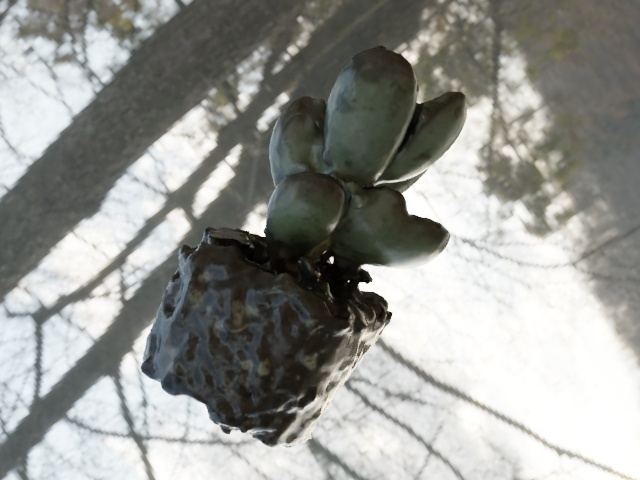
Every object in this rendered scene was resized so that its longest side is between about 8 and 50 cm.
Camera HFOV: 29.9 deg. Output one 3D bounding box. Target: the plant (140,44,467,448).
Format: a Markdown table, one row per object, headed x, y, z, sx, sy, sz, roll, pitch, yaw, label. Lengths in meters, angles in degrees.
| x | y | z | sx | sy | sz | roll | pitch | yaw | label |
| --- | --- | --- | --- | --- | --- | --- | --- | --- | --- |
| -0.001 | 0.001 | 0.810 | 0.149 | 0.274 | 0.146 | 32 | 178 | 6 | plant |
